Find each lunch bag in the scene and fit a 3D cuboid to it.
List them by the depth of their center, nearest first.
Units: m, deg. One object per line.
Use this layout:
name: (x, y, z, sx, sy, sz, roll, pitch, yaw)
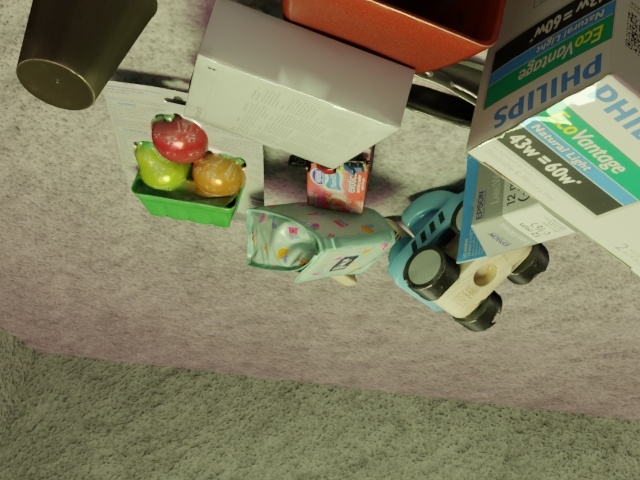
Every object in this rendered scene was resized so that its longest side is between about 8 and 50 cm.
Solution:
lunch bag: (0.000, 0.000, 1.677, 0.223, 0.160, 0.262, -5, -171, -40)

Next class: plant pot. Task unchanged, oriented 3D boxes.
plant pot: (0.085, -0.368, 1.044, 0.267, 0.267, 0.236, 18, 166, -12)

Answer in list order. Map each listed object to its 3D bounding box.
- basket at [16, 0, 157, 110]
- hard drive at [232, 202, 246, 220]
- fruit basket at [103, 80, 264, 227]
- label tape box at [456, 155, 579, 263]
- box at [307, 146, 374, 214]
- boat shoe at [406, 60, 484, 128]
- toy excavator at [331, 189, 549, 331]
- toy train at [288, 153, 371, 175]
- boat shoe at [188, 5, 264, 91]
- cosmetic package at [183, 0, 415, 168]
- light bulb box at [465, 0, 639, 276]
basket: (-0.398, -0.342, 1.303, 0.204, 0.226, 0.154, 23, 151, -21)
hard drive: (-0.210, -0.093, 1.932, 0.094, 0.022, 0.135, 9, 153, 6)
fruit basket: (-0.276, -0.192, 1.674, 0.327, 0.165, 0.353, 9, 137, 6)
label tape box: (0.355, -0.122, 1.381, 0.115, 0.249, 0.348, 31, 148, -32)
box: (0.043, -0.172, 1.554, 0.123, 0.128, 0.257, 10, 154, 4)
boat shoe: (0.156, -0.272, 1.347, 0.335, 0.095, 0.112, 14, 153, -3)
toy excavator: (0.221, 0.017, 1.775, 0.222, 0.445, 0.433, 34, 105, -35)
toy train: (0.014, -0.139, 1.444, 0.158, 0.036, 0.027, 3, 151, 19)
boat shoe: (-0.141, -0.321, 1.389, 0.096, 0.098, 0.277, 22, 159, -23)
cosmetic package: (-0.054, -0.221, 1.204, 0.285, 0.097, 0.377, 16, 173, -12)
light bulb box: (0.419, -0.203, 1.045, 0.358, 0.361, 0.225, 32, 147, -22)
